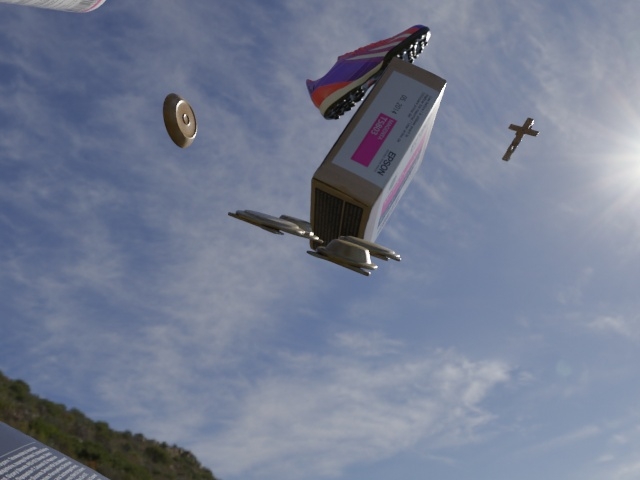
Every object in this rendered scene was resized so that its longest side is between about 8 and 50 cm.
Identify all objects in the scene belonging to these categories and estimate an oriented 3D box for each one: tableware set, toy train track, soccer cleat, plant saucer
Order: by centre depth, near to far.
[{"bbox_3d":[0.000,0.000,0.525,0.141,0.020,0.168,19,6,15],"label":"tableware set"},{"bbox_3d":[-0.209,-0.183,0.841,0.015,0.083,0.083,-7,-36,18],"label":"plant saucer"},{"bbox_3d":[0.313,-0.158,0.876,0.083,0.048,0.014,-55,-35,-10],"label":"toy train track"},{"bbox_3d":[0.110,-0.421,1.309,0.318,0.116,0.108,-36,-14,9],"label":"soccer cleat"}]

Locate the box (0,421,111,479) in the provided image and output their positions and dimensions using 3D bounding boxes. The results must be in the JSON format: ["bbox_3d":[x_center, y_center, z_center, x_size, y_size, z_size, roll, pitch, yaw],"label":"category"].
[{"bbox_3d":[-0.218,0.357,0.380,0.312,0.343,0.179,30,-17,-5],"label":"box"}]

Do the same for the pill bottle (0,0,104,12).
[{"bbox_3d":[-0.462,-0.443,0.837,0.160,0.283,0.161,5,-72,16],"label":"pill bottle"}]

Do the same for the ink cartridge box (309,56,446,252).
[{"bbox_3d":[0.076,-0.101,0.779,0.088,0.235,0.193,28,-24,11],"label":"ink cartridge box"}]
